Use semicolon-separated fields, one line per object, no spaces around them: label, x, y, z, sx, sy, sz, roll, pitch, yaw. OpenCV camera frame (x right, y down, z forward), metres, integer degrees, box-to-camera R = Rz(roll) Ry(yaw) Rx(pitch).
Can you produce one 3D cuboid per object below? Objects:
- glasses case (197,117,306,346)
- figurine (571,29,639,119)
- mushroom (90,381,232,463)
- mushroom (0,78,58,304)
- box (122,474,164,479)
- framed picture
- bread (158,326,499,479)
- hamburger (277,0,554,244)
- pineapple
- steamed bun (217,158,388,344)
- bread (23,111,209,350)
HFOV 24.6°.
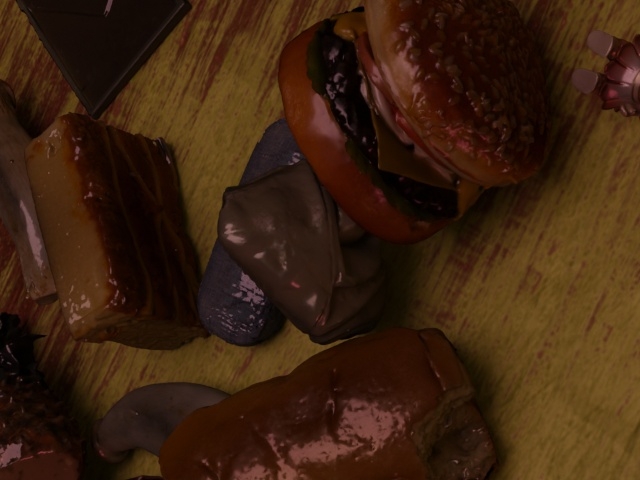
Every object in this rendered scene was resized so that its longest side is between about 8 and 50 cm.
glasses case;-0.061;-0.011;1.740;0.109;0.067;0.282;22;90;26
figurine;0.358;-0.149;1.456;0.195;0.102;0.111;36;113;38
mushroom;-0.176;0.225;1.754;0.270;0.103;0.118;5;92;43
mushroom;-0.402;-0.071;1.957;0.123;0.095;0.351;-53;51;37
box;-0.286;0.367;1.815;0.224;0.069;0.120;-16;70;30
framed picture;-0.311;-0.336;2.024;0.213;0.016;0.289;-47;57;18
bread;0.007;0.219;1.540;0.344;0.149;0.195;-25;72;11
hamburger;0.107;-0.156;1.527;0.225;0.291;0.291;-30;63;32
pineapple;-0.388;0.203;1.862;0.170;0.141;0.310;-55;38;17
steamed bun;0.000;0.000;1.589;0.144;0.211;0.218;-39;93;11
bread;-0.244;-0.007;1.800;0.114;0.185;0.275;-32;62;30
